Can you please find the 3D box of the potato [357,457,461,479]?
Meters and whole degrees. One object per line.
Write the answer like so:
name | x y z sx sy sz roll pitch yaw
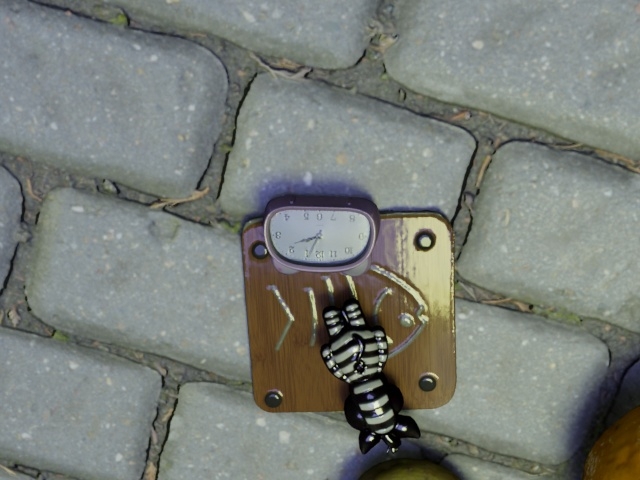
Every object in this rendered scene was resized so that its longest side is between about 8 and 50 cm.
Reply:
potato | 0.137 0.426 1.284 0.229 0.229 0.266 -18 78 9

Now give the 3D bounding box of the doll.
doll | 0.060 0.184 1.263 0.091 0.067 0.219 -20 99 -1

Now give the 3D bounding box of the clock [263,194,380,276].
clock | 0.000 0.000 1.219 0.153 0.050 0.110 2 107 4

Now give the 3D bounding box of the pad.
pad | 0.041 0.100 1.283 0.284 0.018 0.286 -2 107 4

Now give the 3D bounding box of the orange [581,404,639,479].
orange | 0.483 0.350 1.156 0.341 0.293 0.340 8 106 30
